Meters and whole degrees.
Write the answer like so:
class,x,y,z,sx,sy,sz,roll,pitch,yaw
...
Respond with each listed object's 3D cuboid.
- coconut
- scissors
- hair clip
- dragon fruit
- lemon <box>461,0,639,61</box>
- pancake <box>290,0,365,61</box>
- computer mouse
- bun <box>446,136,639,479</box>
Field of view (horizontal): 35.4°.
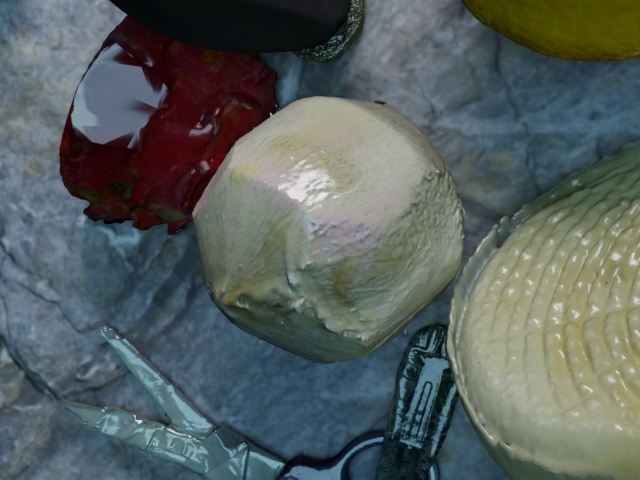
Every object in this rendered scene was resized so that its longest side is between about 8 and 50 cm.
class,x,y,z,sx,sy,sz,roll,pitch,yaw
coconut,0.002,0.001,0.880,0.227,0.227,0.230,47,65,3
scissors,-0.089,0.227,1.028,0.383,0.029,0.256,34,97,7
hair clip,0.088,0.193,0.974,0.066,0.036,0.229,18,79,4
dragon fruit,-0.154,-0.110,0.956,0.163,0.189,0.262,39,107,35
lemon,0.229,-0.277,0.801,0.293,0.293,0.293,1,96,10
pancake,-0.004,-0.228,0.971,0.108,0.017,0.108,1,96,7
computer mouse,-0.101,-0.232,0.883,0.086,0.269,0.137,-46,48,46
bun,0.292,0.088,0.817,0.364,0.364,0.202,-29,122,12
